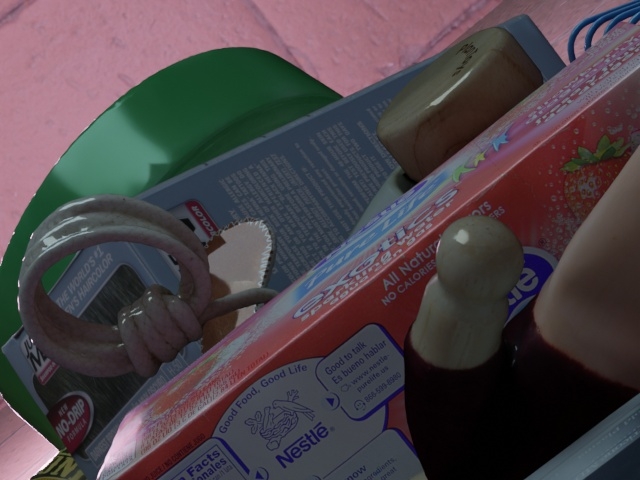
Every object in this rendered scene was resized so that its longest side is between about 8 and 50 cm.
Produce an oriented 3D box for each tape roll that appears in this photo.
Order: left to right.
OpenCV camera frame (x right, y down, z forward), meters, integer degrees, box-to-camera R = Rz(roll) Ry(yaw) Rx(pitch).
[{"bbox_3d":[-0.090,0.020,1.371,0.321,0.077,0.321,-36,-34,-29],"label":"tape roll"}]

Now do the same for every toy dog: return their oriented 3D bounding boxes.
[{"bbox_3d":[0.025,0.030,0.976,0.333,0.220,0.161,-21,10,2],"label":"toy dog"}]

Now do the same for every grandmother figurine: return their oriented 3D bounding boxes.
[{"bbox_3d":[0.110,0.036,0.666,0.342,0.208,0.104,-56,27,24],"label":"grandmother figurine"}]

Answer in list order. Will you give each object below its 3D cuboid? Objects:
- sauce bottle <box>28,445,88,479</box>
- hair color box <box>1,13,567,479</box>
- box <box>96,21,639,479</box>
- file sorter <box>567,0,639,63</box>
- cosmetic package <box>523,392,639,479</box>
[{"bbox_3d":[-0.112,0.155,1.257,0.344,0.111,0.111,-45,10,-37],"label":"sauce bottle"},{"bbox_3d":[0.000,0.000,1.220,0.374,0.113,0.185,-27,-12,-38],"label":"hair color box"},{"bbox_3d":[0.067,0.056,0.826,0.300,0.154,0.142,-39,8,5],"label":"box"},{"bbox_3d":[0.214,-0.087,1.035,0.118,0.104,0.170,-20,6,-5],"label":"file sorter"},{"bbox_3d":[0.160,0.081,0.472,0.377,0.097,0.284,-38,10,6],"label":"cosmetic package"}]
